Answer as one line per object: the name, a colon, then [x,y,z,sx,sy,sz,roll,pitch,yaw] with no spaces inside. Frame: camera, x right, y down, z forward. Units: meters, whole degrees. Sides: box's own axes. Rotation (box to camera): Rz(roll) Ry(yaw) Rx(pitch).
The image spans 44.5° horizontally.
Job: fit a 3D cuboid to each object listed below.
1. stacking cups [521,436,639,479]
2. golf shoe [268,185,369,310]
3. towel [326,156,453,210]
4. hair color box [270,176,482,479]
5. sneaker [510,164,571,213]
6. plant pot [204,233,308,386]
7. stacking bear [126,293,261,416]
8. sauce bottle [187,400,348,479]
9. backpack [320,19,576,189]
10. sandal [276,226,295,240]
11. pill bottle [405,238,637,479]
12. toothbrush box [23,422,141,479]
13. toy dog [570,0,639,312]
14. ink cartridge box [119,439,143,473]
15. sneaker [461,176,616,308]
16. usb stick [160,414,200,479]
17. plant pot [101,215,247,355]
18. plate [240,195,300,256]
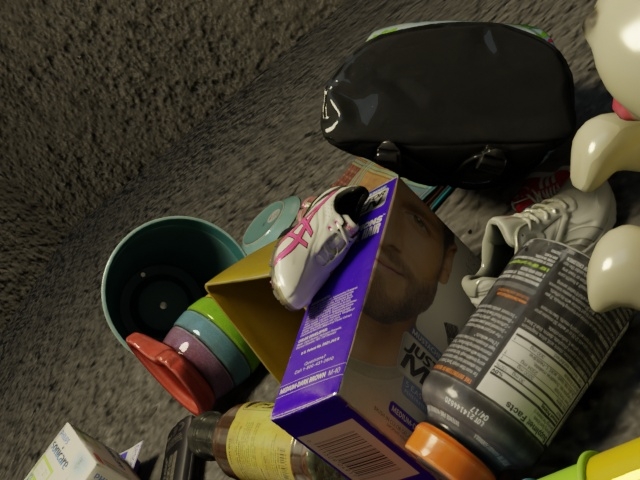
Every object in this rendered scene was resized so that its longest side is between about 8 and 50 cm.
stacking cups: [0.161,0.253,0.652,0.316,0.096,0.096,-35,25,30]
golf shoe: [0.000,0.000,0.902,0.086,0.067,0.186,-24,31,40]
towel: [0.107,-0.091,1.390,0.271,0.040,0.370,-48,22,-5]
hair color box: [0.082,0.106,0.913,0.110,0.185,0.338,-29,29,36]
sneaker: [0.291,-0.059,1.001,0.067,0.042,0.118,-49,15,-16]
plant pot: [0.007,0.078,1.094,0.187,0.212,0.212,-44,18,-31]
stacking bear: [-0.145,0.138,1.304,0.289,0.164,0.175,-44,33,-24]
sauce bottle: [-0.070,0.264,1.016,0.344,0.111,0.111,-11,41,53]
backpack: [0.178,-0.172,1.032,0.290,0.355,0.273,1,76,16]
sandal: [-0.028,0.024,1.449,0.067,0.040,0.179,-55,38,-6]
pill bottle: [0.186,0.128,0.761,0.245,0.130,0.130,-51,23,-11]
toothbrush box: [-0.405,0.450,1.183,0.283,0.122,0.206,-53,26,-13]
toy dog: [0.328,-0.055,0.450,0.395,0.408,0.284,-23,33,45]
ink cartridge box: [-0.376,0.461,1.315,0.208,0.045,0.206,-33,28,31]
sneaker: [0.248,-0.004,0.891,0.232,0.115,0.090,-53,23,-15]
usb stick: [-0.216,0.375,1.178,0.077,0.045,0.278,-47,21,19]
plant pot: [-0.284,0.113,1.482,0.271,0.272,0.255,-56,10,-21]
plate: [-0.118,-0.032,1.710,0.188,0.024,0.188,-39,23,20]
